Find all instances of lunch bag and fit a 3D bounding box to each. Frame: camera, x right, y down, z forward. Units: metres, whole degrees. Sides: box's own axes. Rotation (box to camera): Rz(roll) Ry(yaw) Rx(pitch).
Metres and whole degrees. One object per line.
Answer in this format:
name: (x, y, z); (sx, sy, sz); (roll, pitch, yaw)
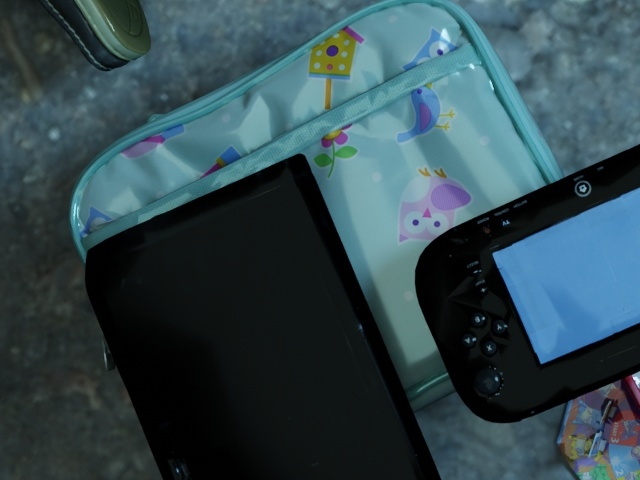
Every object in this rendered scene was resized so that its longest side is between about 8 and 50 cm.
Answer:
lunch bag: (0.000, 0.000, 0.901); (0.279, 0.108, 0.224); (-27, 83, 8)

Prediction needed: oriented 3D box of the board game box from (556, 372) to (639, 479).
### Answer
board game box: (0.212, 0.083, 0.891); (0.133, 0.033, 0.169); (17, 91, 12)

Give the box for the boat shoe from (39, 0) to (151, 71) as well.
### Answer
boat shoe: (-0.186, -0.184, 0.969); (0.073, 0.080, 0.223); (-39, 75, 13)

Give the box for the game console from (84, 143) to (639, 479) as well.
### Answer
game console: (0.072, 0.032, 0.808); (0.361, 0.044, 0.213); (-24, 87, 8)
